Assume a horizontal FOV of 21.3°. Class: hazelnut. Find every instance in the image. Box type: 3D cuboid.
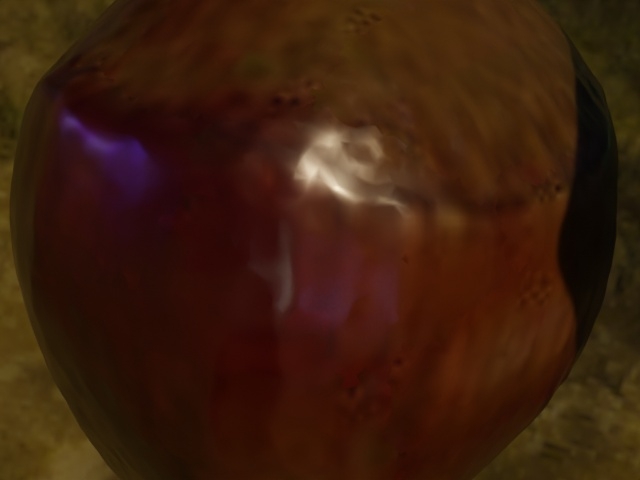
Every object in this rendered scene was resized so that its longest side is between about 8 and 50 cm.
[{"bbox_3d":[0.000,0.000,1.038,0.353,0.420,0.421,-2,21,0],"label":"hazelnut"}]
